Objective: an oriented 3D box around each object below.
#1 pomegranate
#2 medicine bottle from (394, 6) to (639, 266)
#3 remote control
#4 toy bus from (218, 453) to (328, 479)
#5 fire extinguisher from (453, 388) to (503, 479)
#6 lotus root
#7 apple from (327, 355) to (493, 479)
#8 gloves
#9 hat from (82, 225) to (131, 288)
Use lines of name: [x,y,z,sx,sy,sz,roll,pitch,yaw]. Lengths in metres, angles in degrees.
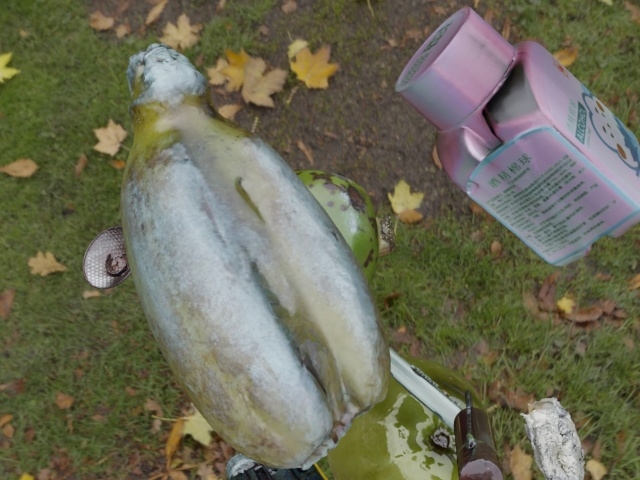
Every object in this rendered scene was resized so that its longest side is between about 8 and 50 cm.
pomegranate: [0.000,0.000,1.137,0.270,0.254,0.254,-10,66,-8]
medicine bottle: [0.151,-0.083,0.519,0.188,0.094,0.119,38,41,-14]
remote control: [0.242,0.338,1.499,0.296,0.140,0.056,40,87,26]
toy bus: [-0.150,0.411,0.966,0.335,0.123,0.121,-21,30,-19]
fire extinguisher: [0.167,0.211,0.737,0.045,0.157,0.078,-6,99,11]
lotus root: [-0.068,0.011,0.515,0.158,0.140,0.322,-25,82,-30]
apple: [0.244,0.533,1.813,0.473,0.474,0.474,-5,68,12]
gloves: [0.377,0.332,1.085,0.070,0.114,0.153,-19,85,24]
hat: [-0.577,0.060,1.954,0.193,0.082,0.193,-10,64,20]
